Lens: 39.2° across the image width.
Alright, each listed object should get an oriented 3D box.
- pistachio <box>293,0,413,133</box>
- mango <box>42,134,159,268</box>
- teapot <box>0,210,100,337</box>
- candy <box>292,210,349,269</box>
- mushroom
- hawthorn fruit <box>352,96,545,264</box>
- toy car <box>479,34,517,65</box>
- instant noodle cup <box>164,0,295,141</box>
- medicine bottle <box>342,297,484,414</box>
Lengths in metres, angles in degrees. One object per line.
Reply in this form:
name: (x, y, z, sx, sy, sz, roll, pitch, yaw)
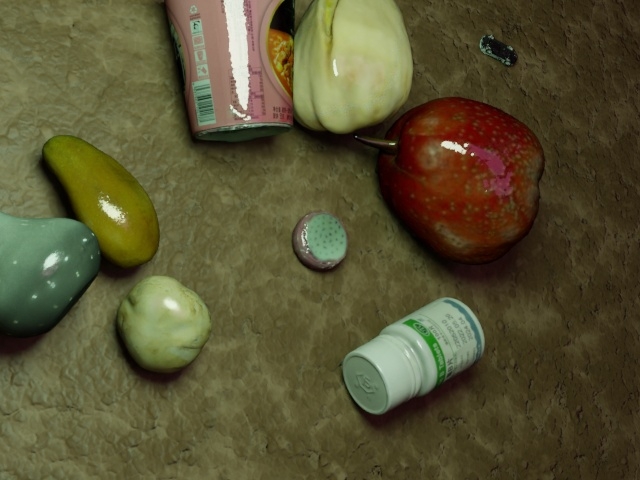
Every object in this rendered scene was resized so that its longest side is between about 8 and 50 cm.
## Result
pistachio: (0.050, -0.315, 1.561, 0.238, 0.229, 0.321, 70, 26, -48)
mango: (-0.318, -0.061, 1.317, 0.227, 0.099, 0.136, 52, 20, 1)
teapot: (-0.429, 0.006, 1.203, 0.251, 0.183, 0.183, 38, 59, -5)
candy: (0.000, 0.000, 1.553, 0.103, 0.043, 0.103, 7, 76, -32)
mushroom: (-0.231, 0.124, 1.325, 0.148, 0.112, 0.148, -1, 109, -1)
hawthorn fruit: (0.223, -0.121, 1.606, 0.369, 0.285, 0.284, 22, 66, -18)
toy car: (0.380, -0.404, 1.919, 0.093, 0.025, 0.041, 25, 67, -22)
instant noodle cup: (-0.138, -0.294, 1.447, 0.244, 0.244, 0.255, -7, 90, -34)
medicine bottle: (0.161, 0.199, 1.549, 0.237, 0.139, 0.139, -23, 91, -37)
